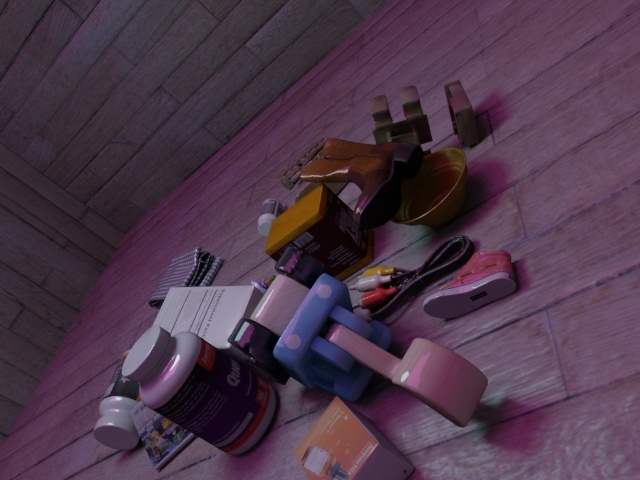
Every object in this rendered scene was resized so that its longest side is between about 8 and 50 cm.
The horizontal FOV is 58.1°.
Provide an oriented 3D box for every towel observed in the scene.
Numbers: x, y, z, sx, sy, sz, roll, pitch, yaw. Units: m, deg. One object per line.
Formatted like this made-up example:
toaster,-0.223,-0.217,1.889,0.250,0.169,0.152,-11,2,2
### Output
towel,-0.528,0.155,2.213,0.283,0.121,0.235,-18,39,49

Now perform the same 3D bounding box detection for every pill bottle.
pill bottle,-0.580,0.483,1.770,0.162,0.162,0.278,-35,28,29
pill bottle,-0.266,0.324,1.272,0.181,0.323,0.181,-38,27,23
pill bottle,-0.176,-0.078,2.011,0.078,0.078,0.137,-35,27,28

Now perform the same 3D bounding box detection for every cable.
cable,0.179,0.076,1.192,0.287,0.072,0.139,-32,28,34

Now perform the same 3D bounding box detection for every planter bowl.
planter bowl,0.259,-0.098,1.290,0.217,0.090,0.217,-38,27,23

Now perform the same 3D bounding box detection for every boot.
boot,0.061,-0.146,1.339,0.280,0.096,0.264,12,60,36

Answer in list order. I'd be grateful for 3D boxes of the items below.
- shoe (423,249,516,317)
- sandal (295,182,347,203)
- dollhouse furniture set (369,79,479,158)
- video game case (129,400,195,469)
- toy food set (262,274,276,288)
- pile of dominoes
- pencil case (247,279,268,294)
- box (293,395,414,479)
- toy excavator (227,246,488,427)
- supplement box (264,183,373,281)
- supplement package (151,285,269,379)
shoe,0.270,0.079,1.053,0.178,0.063,0.081,-26,31,31
sandal,0.029,-0.173,1.839,0.240,0.088,0.079,-39,-6,6
dollhouse furniture set,0.255,-0.290,1.449,0.242,0.212,0.161,-14,35,12
video game case,-0.408,0.474,1.542,0.201,0.023,0.183,-43,61,11
toy food set,-0.162,0.141,1.736,0.083,0.020,0.082,-26,33,42
pile of dominoes,-0.049,-0.297,2.196,0.251,0.040,0.196,-42,23,-5
pencil case,-0.215,0.209,1.649,0.206,0.088,0.086,-52,3,-7
box,0.050,0.367,0.962,0.130,0.091,0.170,-51,24,-6
toy excavator,0.065,0.199,1.055,0.222,0.445,0.433,-58,-18,-18
supplement box,0.000,0.000,1.456,0.191,0.194,0.129,-35,27,29
supplement package,-0.261,0.232,1.471,0.293,0.177,0.175,-4,52,33
